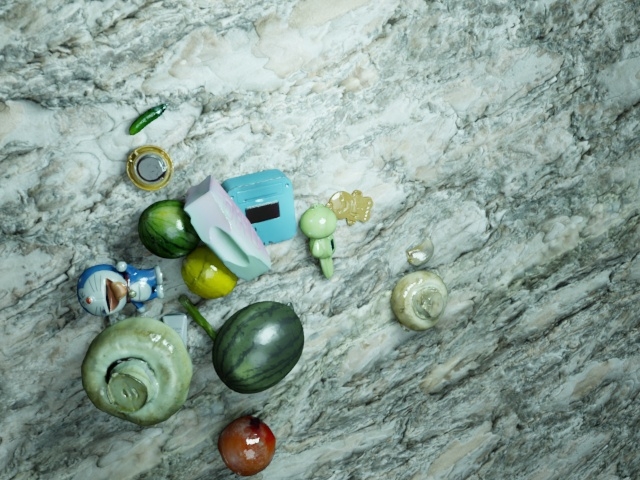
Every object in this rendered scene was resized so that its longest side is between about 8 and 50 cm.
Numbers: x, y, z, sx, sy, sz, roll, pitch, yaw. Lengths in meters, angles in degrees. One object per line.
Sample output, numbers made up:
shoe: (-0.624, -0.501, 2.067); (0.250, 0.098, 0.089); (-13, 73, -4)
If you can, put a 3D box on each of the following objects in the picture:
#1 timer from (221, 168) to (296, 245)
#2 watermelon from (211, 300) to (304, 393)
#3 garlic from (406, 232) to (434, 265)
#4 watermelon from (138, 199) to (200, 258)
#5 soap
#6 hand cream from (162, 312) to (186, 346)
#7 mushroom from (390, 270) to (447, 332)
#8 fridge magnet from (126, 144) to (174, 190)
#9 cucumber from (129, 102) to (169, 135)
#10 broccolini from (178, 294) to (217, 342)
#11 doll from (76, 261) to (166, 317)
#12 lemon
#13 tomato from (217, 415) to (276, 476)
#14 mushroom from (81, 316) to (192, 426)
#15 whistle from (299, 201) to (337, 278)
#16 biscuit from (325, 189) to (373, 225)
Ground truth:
timer: (-0.208, -0.102, 1.727); (0.231, 0.091, 0.250); (-15, 119, -18)
watermelon: (-0.201, 0.349, 1.706); (0.359, 0.278, 0.279); (-37, 117, -42)
garlic: (0.408, 0.048, 1.990); (0.152, 0.066, 0.084); (-32, 110, -9)
watermelon: (-0.460, -0.030, 1.573); (0.214, 0.188, 0.188); (31, 91, -43)
soap: (-0.286, -0.025, 1.569); (0.109, 0.193, 0.324); (-29, 121, 10)
hand cream: (-0.494, 0.371, 1.729); (0.079, 0.048, 0.256); (-4, 104, -12)
mushroom: (0.393, 0.245, 1.974); (0.254, 0.184, 0.255); (-7, 103, -34)
fridge magnet: (-0.529, -0.225, 1.562); (0.142, 0.063, 0.143); (-4, 101, -20)
cucumber: (-0.529, -0.378, 1.540); (0.155, 0.037, 0.037); (-41, 114, -8)
broccolini: (-0.379, 0.357, 1.755); (0.078, 0.074, 0.392); (-40, 115, -16)
doll: (-0.620, 0.155, 1.570); (0.256, 0.161, 0.215); (-9, 121, -21)
lemon: (-0.360, 0.105, 1.644); (0.180, 0.180, 0.193); (-29, 124, -13)
tomato: (-0.263, 0.741, 1.825); (0.184, 0.208, 0.208); (-46, 114, -8)
mushroom: (-0.578, 0.420, 1.586); (0.351, 0.260, 0.353); (0, 100, 0)
whistle: (-0.010, -0.003, 1.802); (0.141, 0.141, 0.294); (-10, 123, -19)
biscuit: (0.112, -0.128, 1.856); (0.184, 0.027, 0.134); (23, 96, -24)
